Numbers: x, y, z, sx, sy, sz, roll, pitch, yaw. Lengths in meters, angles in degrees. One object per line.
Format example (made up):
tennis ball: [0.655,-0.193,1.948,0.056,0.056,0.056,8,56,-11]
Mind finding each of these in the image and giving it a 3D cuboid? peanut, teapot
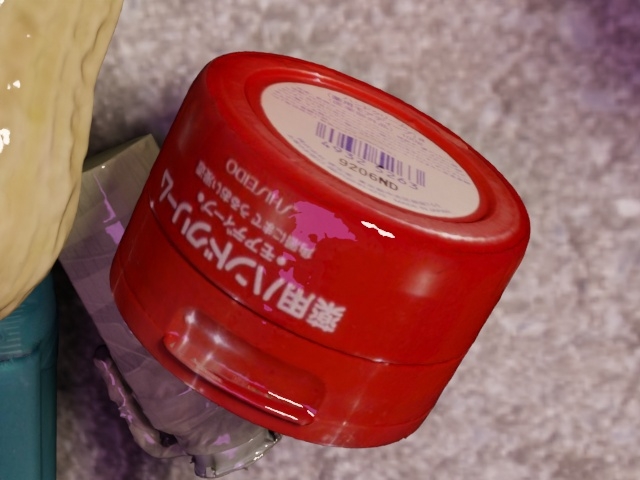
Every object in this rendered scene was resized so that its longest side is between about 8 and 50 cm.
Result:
peanut: [-0.179,-0.109,0.664,0.152,0.152,0.313,13,89,12]
teapot: [-0.103,0.047,0.774,0.107,0.077,0.200,-21,103,28]

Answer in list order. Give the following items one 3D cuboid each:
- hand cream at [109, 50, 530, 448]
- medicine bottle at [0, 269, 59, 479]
hand cream: [0.000,0.000,0.661,0.193,0.193,0.125,28,113,5]
medicine bottle: [-0.206,0.108,0.816,0.079,0.124,0.258,-8,128,-20]
